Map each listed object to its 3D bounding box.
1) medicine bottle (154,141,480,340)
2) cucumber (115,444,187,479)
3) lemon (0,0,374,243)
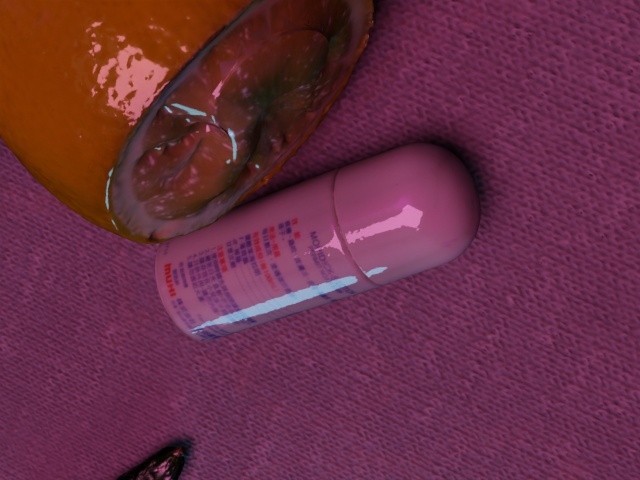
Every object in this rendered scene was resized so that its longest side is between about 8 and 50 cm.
[{"bbox_3d":[0.000,0.000,1.004,0.340,0.130,0.130,-20,103,26],"label":"medicine bottle"},{"bbox_3d":[-0.267,0.348,1.274,0.293,0.067,0.067,-37,95,26],"label":"cucumber"},{"bbox_3d":[-0.160,-0.203,0.878,0.364,0.364,0.364,7,113,17],"label":"lemon"}]
